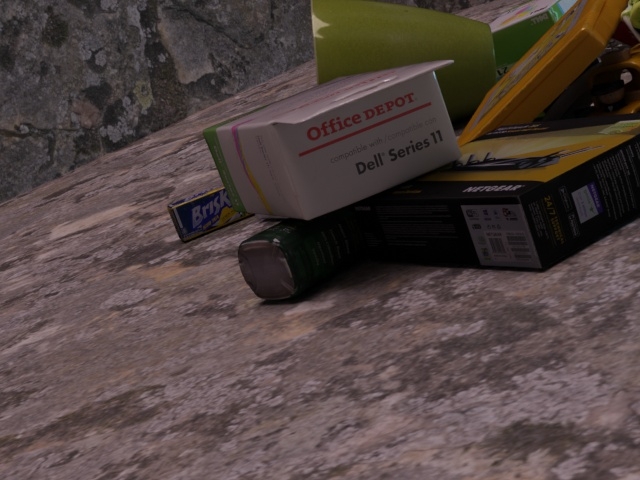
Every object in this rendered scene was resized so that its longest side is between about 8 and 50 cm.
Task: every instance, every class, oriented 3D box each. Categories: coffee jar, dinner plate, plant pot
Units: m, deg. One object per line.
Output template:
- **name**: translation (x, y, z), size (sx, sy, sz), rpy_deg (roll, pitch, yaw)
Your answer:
- **coffee jar**: translation (0.000, 0.000, 1.511), size (0.184, 0.079, 0.096), rpy_deg (-29, 14, -37)
- **dinner plate**: translation (0.351, -0.190, 1.787), size (0.141, 0.017, 0.141), rpy_deg (-38, -18, -15)
- **plant pot**: translation (0.140, -0.283, 2.185), size (0.293, 0.275, 0.275), rpy_deg (-6, 13, 1)

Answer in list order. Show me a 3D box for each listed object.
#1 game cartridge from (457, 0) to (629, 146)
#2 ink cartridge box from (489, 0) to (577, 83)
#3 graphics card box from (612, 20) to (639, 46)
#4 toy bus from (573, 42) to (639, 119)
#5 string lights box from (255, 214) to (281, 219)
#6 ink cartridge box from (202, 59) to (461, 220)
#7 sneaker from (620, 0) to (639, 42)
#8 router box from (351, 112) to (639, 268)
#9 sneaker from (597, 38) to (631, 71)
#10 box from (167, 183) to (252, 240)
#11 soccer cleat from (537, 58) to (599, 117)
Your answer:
- **game cartridge**: translation (0.289, -0.219, 1.741), size (0.285, 0.052, 0.324), rpy_deg (-46, 1, 31)
- **ink cartridge box**: translation (0.352, -0.340, 2.289), size (0.188, 0.097, 0.255), rpy_deg (-16, 18, 48)
- **graphics card box**: translation (0.612, -0.370, 1.865), size (0.371, 0.094, 0.233), rpy_deg (-31, 39, -18)
- **toy bus**: translation (0.394, -0.193, 1.666), size (0.190, 0.104, 0.202), rpy_deg (-20, 12, 3)
- **string lights box**: translation (0.026, -0.114, 1.972), size (0.259, 0.077, 0.133), rpy_deg (-28, 16, -31)
- **ink cartridge box**: translation (0.018, -0.113, 1.500), size (0.207, 0.119, 0.353), rpy_deg (-23, 10, -17)
- **sneaker**: translation (0.455, -0.322, 1.641), size (0.147, 0.145, 0.385), rpy_deg (7, 41, -10)
- **router box**: translation (0.215, -0.056, 1.408), size (0.243, 0.081, 0.309), rpy_deg (-26, 14, -28)
- **sneaker**: translation (0.533, -0.330, 2.124), size (0.232, 0.090, 0.115), rpy_deg (-6, 9, 19)
- **box**: translation (-0.151, -0.057, 2.048), size (0.168, 0.059, 0.054), rpy_deg (-22, 10, -11)
- **soccer cleat**: translation (0.377, -0.232, 1.996), size (0.179, 0.060, 0.072), rpy_deg (-34, 27, -27)
